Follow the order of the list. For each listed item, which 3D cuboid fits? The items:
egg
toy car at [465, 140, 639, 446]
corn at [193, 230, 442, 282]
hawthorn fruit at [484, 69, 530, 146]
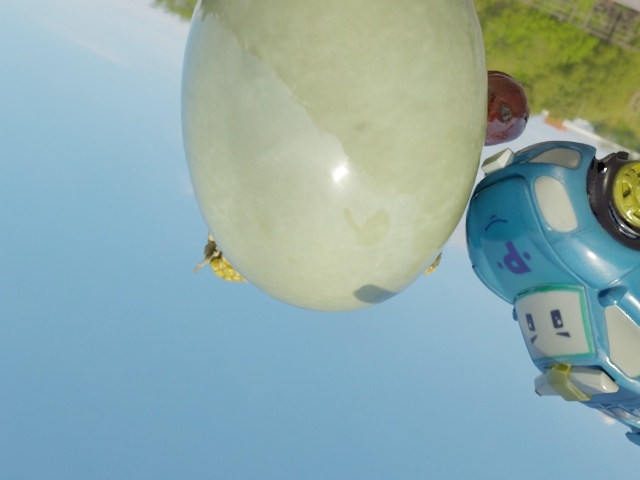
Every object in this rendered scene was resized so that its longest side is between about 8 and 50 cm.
[{"bbox_3d":[0.010,-0.111,0.775,0.259,0.352,0.258,6,-164,-2],"label":"egg"},{"bbox_3d":[0.238,0.058,0.774,0.314,0.166,0.198,43,158,-10],"label":"toy car"},{"bbox_3d":[0.000,0.000,1.123,0.311,0.101,0.101,-2,-155,-17],"label":"corn"},{"bbox_3d":[0.191,-0.147,1.047,0.093,0.093,0.093,20,-163,-7],"label":"hawthorn fruit"}]
